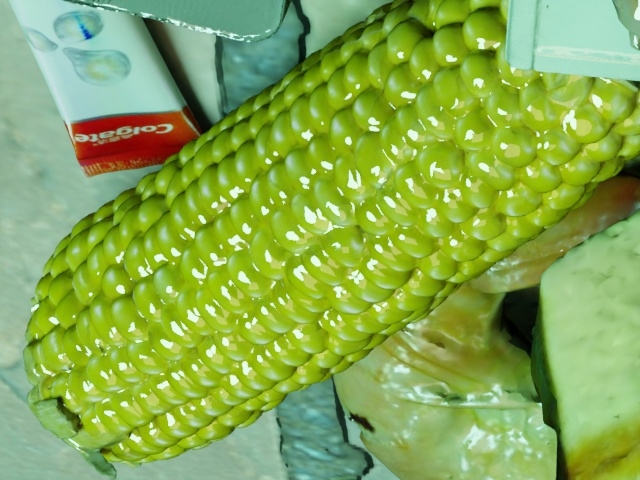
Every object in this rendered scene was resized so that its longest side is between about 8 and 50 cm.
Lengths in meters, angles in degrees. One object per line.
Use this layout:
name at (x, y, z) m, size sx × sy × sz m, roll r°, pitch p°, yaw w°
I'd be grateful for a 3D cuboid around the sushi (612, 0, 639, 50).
sushi at (0.160, -0.037, 0.280) m, size 0.226 × 0.103 × 0.097 m, roll 1°, pitch 141°, yaw 27°

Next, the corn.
corn at (-0.002, -0.005, 0.523) m, size 0.260 × 0.091 × 0.091 m, roll -32°, pitch 166°, yaw 39°

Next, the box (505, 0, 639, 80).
box at (0.158, -0.099, 0.354) m, size 0.225 × 0.086 × 0.129 m, roll 7°, pitch 143°, yaw 8°

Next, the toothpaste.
toothpaste at (-0.079, -0.078, 0.505) m, size 0.048 × 0.031 × 0.190 m, roll -8°, pitch 143°, yaw 9°

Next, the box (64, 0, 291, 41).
box at (-0.031, -0.110, 0.413) m, size 0.084 × 0.069 × 0.122 m, roll 13°, pitch 144°, yaw 3°

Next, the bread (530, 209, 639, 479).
bread at (0.200, 0.094, 0.457) m, size 0.168 × 0.163 × 0.264 m, roll -36°, pitch 119°, yaw 23°

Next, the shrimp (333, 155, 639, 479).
shrimp at (0.088, 0.023, 0.565) m, size 0.145 × 0.061 × 0.267 m, roll 25°, pitch 144°, yaw -2°
